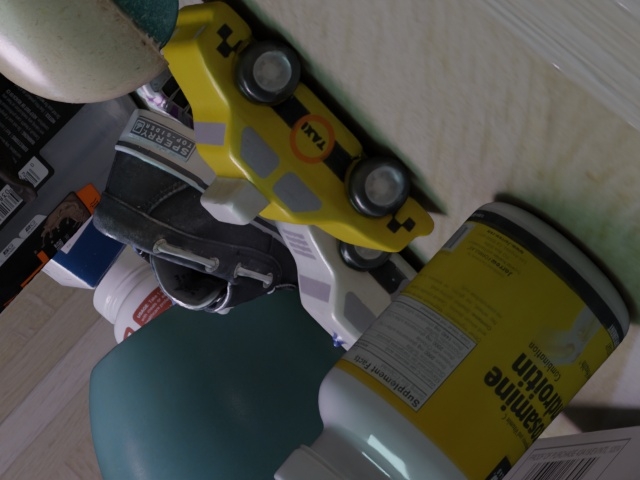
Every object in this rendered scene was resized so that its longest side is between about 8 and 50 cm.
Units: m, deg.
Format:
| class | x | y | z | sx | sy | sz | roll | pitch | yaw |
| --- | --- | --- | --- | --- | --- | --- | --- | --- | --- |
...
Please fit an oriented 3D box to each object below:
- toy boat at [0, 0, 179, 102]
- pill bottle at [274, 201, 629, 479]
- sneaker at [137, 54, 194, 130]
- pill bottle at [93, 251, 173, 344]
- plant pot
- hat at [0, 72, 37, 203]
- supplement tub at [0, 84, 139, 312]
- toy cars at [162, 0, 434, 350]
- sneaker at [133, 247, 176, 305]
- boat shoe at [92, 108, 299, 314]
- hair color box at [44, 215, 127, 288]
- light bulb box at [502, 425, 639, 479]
| class | x | y | z | sx | sy | sz | roll | pitch | yaw |
| --- | --- | --- | --- | --- | --- | --- | --- | --- | --- |
| toy boat | -0.171 | -0.198 | 0.886 | 0.267 | 0.148 | 0.318 | 45 | 179 | 18 |
| pill bottle | 0.065 | 0.077 | 0.941 | 0.103 | 0.184 | 0.103 | 41 | 171 | 8 |
| sneaker | -0.078 | -0.089 | 1.237 | 0.098 | 0.038 | 0.069 | 37 | 173 | -31 |
| pill bottle | -0.168 | 0.111 | 2.209 | 0.216 | 0.121 | 0.121 | 39 | 170 | 24 |
| plant pot | -0.058 | 0.160 | 1.553 | 0.235 | 0.293 | 0.293 | 57 | 172 | 6 |
| hat | -0.259 | -0.185 | 1.217 | 0.331 | 0.134 | 0.331 | 48 | 177 | 4 |
| supplement tub | -0.319 | -0.033 | 1.531 | 0.207 | 0.338 | 0.207 | 41 | 171 | 8 |
| toy cars | 0.000 | 0.000 | 1.154 | 0.176 | 0.087 | 0.394 | 37 | 169 | 31 |
| sneaker | -0.138 | -0.003 | 1.769 | 0.087 | 0.083 | 0.221 | 54 | 174 | 32 |
| boat shoe | -0.074 | 0.002 | 1.301 | 0.108 | 0.102 | 0.301 | 25 | 175 | 20 |
| hair color box | -0.294 | -0.038 | 1.937 | 0.174 | 0.105 | 0.347 | 37 | 171 | -10 |
| light bulb box | 0.210 | 0.318 | 1.107 | 0.361 | 0.225 | 0.358 | 47 | 161 | -7 |
